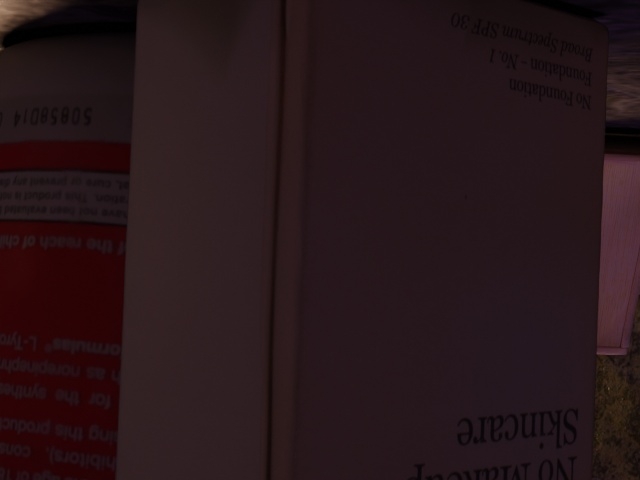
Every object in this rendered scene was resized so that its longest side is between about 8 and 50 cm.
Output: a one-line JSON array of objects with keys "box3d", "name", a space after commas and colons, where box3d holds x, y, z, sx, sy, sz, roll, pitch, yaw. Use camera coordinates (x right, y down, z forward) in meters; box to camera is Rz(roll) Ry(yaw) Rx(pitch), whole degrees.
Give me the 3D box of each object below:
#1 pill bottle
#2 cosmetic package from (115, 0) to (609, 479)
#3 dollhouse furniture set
[{"box3d": [-0.081, 0.119, 0.568, 0.229, 0.407, 0.229, 5, 174, 1], "name": "pill bottle"}, {"box3d": [0.015, 0.064, 0.424, 0.160, 0.309, 0.113, 2, 178, -40], "name": "cosmetic package"}, {"box3d": [0.179, -0.033, 0.923, 0.212, 0.161, 0.242, 2, -159, -8], "name": "dollhouse furniture set"}]
